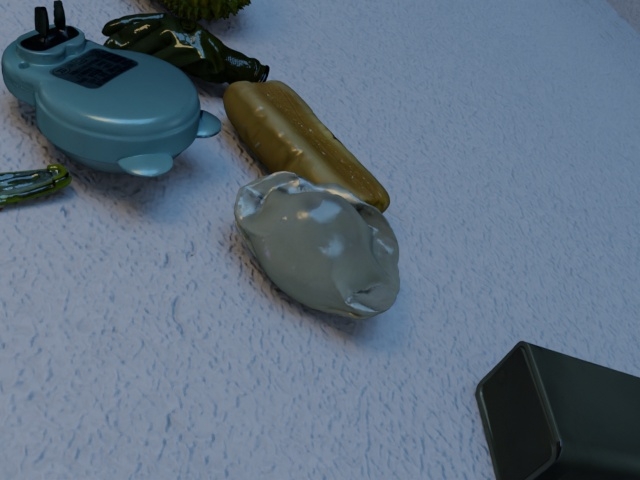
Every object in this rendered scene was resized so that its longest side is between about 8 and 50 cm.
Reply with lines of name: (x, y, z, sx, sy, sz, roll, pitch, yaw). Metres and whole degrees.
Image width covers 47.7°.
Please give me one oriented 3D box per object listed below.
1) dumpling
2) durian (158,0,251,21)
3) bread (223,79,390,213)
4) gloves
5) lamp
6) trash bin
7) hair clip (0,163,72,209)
dumpling: (0.000, 0.000, 0.942, 0.250, 0.132, 0.162, 38, 59, 8)
durian: (-0.212, -0.512, 1.302, 0.291, 0.224, 0.291, -10, 41, 9)
bread: (-0.030, -0.129, 1.097, 0.142, 0.091, 0.305, -16, 58, -43)
gloves: (-0.215, -0.301, 1.163, 0.268, 0.107, 0.135, 10, 12, -18)
lamp: (-0.288, -0.188, 0.960, 0.284, 0.147, 0.209, 40, 38, -1)
trash bin: (0.340, 0.241, 0.916, 0.241, 0.122, 0.164, 14, 42, -20)
hair clip: (-0.394, -0.066, 0.861, 0.189, 0.033, 0.060, -10, 52, -34)
